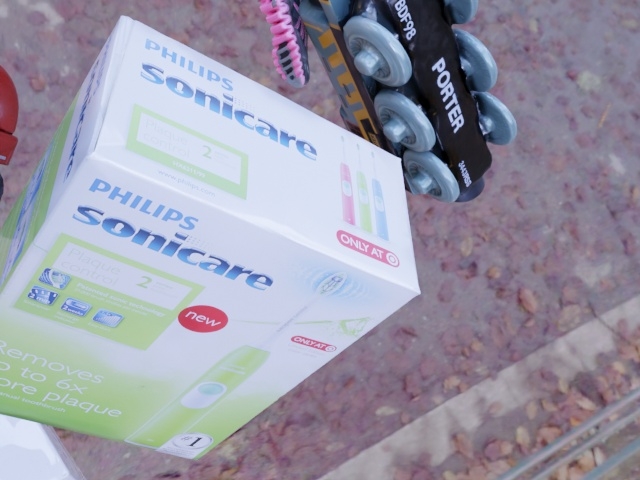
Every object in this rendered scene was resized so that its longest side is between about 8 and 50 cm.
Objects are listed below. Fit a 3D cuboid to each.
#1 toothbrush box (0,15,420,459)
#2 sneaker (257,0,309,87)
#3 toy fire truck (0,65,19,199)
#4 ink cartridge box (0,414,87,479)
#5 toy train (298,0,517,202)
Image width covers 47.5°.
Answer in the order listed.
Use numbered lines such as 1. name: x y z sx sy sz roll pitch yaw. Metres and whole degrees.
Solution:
1. toothbrush box: -0.105 0.027 0.498 0.206 0.283 0.122 24 43 -28
2. sneaker: -0.026 -0.226 0.779 0.057 0.047 0.119 -27 111 -36
3. toy fire truck: -0.355 -0.162 0.595 0.158 0.217 0.247 21 90 20
4. ink cartridge box: -0.396 0.278 0.868 0.168 0.233 0.171 -33 73 -22
5. toy train: 0.082 -0.174 0.770 0.142 0.334 0.190 -46 47 -12
